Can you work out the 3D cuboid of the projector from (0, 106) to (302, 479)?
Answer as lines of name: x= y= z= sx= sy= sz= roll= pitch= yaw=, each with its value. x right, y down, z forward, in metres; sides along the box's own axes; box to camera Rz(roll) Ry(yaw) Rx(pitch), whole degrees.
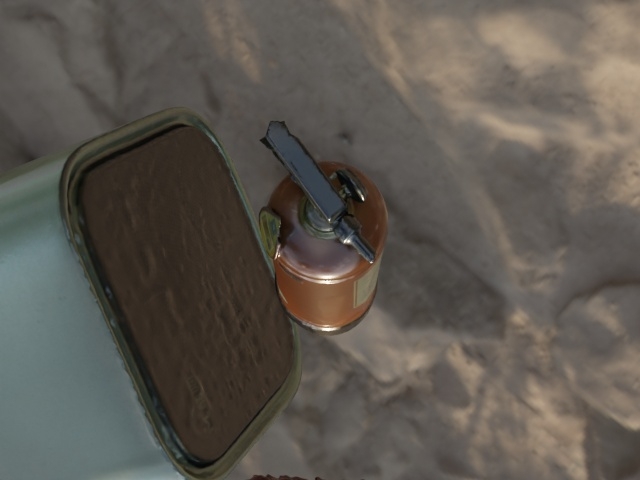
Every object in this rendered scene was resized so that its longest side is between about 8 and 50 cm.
projector: x=-0.190 y=0.064 z=0.835 sx=0.249 sy=0.248 sz=0.248 roll=-17 pitch=101 yaw=23

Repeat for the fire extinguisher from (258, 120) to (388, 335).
fire extinguisher: x=0.000 y=0.000 z=0.455 sx=0.062 sy=0.050 sz=0.177 roll=51 pitch=171 yaw=12

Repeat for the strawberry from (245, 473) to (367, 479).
strawberry: x=-0.004 y=0.289 z=1.003 sx=0.106 sy=0.175 sz=0.236 roll=-12 pitch=109 yaw=52
